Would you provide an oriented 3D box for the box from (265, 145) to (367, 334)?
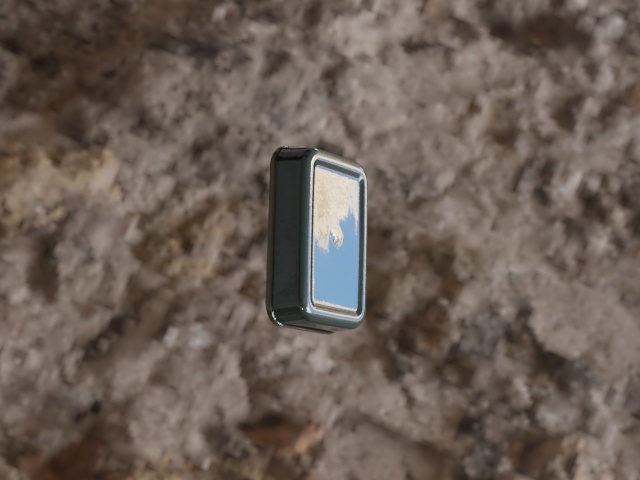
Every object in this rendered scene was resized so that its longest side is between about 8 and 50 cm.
[{"bbox_3d":[0.000,0.000,1.079,0.091,0.031,0.126,17,73,-55],"label":"box"}]
